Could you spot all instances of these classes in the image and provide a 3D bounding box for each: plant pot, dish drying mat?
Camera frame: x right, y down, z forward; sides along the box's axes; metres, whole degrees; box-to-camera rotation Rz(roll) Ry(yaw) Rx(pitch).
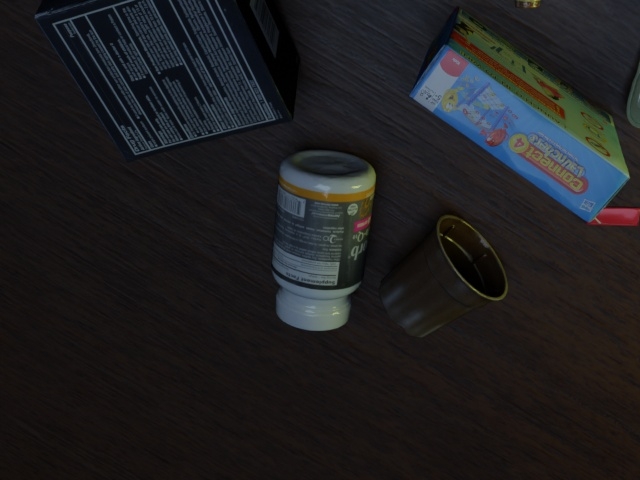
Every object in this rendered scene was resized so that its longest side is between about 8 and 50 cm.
[{"bbox_3d":[0.198,0.072,1.678,0.167,0.167,0.165,44,121,-8],"label":"plant pot"},{"bbox_3d":[0.482,-0.039,1.647,0.083,0.008,0.032,2,112,11],"label":"dish drying mat"}]

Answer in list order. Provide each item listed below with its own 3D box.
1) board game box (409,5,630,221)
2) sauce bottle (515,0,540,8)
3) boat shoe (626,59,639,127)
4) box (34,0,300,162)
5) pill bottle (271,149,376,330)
[{"bbox_3d":[0.290,-0.195,1.459,0.308,0.302,0.086,35,115,-4],"label":"board game box"},{"bbox_3d":[0.314,-0.416,1.503,0.042,0.042,0.128,1,115,11],"label":"sauce bottle"},{"bbox_3d":[0.537,-0.280,1.509,0.079,0.084,0.233,3,111,-31],"label":"boat shoe"},{"bbox_3d":[-0.222,-0.310,1.536,0.294,0.183,0.296,-12,133,16],"label":"box"},{"bbox_3d":[0.000,0.000,1.680,0.162,0.162,0.278,9,115,8],"label":"pill bottle"}]
